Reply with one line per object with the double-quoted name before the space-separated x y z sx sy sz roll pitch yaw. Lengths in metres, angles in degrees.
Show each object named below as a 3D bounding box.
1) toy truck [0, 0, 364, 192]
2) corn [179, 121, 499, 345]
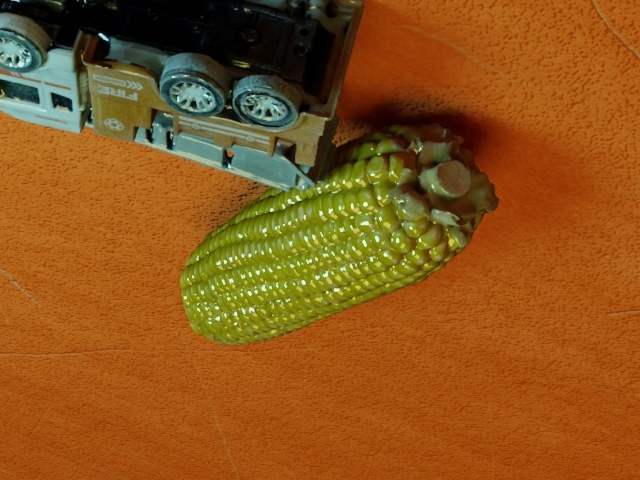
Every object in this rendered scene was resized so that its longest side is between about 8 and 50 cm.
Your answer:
"toy truck" -0.147 -0.142 1.374 0.338 0.133 0.184 13 148 3
"corn" 0.000 0.000 1.535 0.144 0.144 0.387 33 147 -26
